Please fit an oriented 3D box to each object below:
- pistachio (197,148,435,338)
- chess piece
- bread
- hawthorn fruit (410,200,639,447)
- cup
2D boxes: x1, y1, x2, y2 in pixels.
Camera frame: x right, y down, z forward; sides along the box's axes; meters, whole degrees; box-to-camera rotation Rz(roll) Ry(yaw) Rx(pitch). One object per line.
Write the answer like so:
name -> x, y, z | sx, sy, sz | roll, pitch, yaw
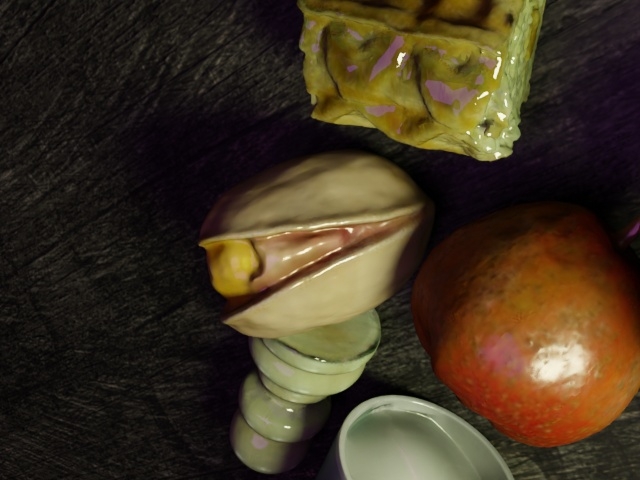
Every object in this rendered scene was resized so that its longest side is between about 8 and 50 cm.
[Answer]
pistachio -> 0.000, 0.000, 1.058 | 0.230, 0.308, 0.230 | 45, 145, 45
chess piece -> -0.046, 0.223, 1.238 | 0.182, 0.182, 0.330 | 33, 128, 16
bread -> 0.114, -0.220, 0.938 | 0.252, 0.196, 0.239 | 11, 116, 24
hawthorn fruit -> 0.262, 0.072, 0.939 | 0.277, 0.277, 0.298 | 43, 114, 9
cup -> 0.071, 0.419, 1.129 | 0.259, 0.356, 0.275 | 38, 126, 24
